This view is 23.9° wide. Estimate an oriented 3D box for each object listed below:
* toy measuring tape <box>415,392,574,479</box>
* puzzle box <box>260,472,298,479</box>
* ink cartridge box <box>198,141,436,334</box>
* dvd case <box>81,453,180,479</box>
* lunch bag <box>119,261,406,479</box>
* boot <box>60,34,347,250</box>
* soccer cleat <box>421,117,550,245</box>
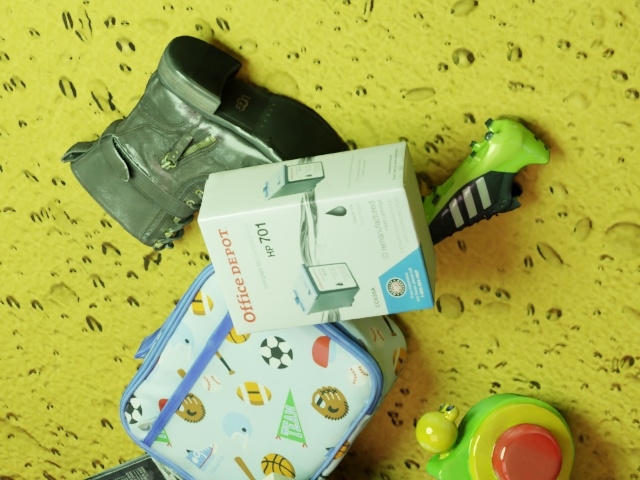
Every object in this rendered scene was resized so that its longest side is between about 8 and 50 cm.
[{"bbox_3d":[0.246,0.234,1.513,0.330,0.121,0.121,25,125,-13],"label":"toy measuring tape"},{"bbox_3d":[-0.076,0.397,1.665,0.272,0.052,0.409,24,132,-35],"label":"puzzle box"},{"bbox_3d":[0.000,0.000,1.378,0.190,0.082,0.140,-10,124,11],"label":"ink cartridge box"},{"bbox_3d":[-0.216,0.341,1.792,0.221,0.018,0.165,-25,105,31],"label":"dvd case"},{"bbox_3d":[-0.072,0.148,1.573,0.243,0.115,0.303,37,123,2],"label":"lunch bag"},{"bbox_3d":[-0.110,-0.061,1.497,0.263,0.091,0.229,40,131,-2],"label":"boot"},{"bbox_3d":[0.143,-0.038,1.417,0.072,0.060,0.179,31,125,-13],"label":"soccer cleat"}]
